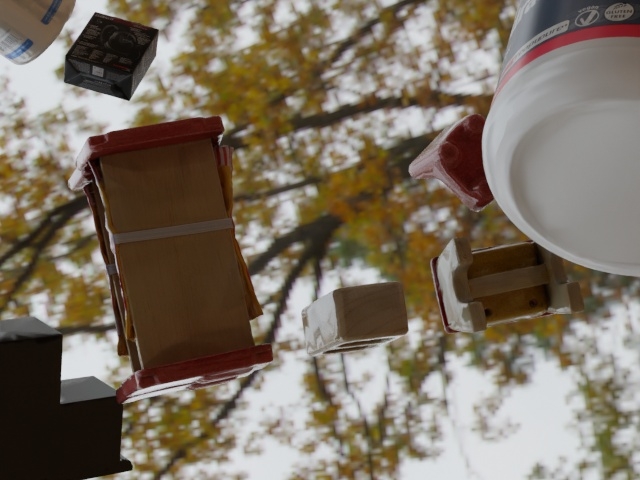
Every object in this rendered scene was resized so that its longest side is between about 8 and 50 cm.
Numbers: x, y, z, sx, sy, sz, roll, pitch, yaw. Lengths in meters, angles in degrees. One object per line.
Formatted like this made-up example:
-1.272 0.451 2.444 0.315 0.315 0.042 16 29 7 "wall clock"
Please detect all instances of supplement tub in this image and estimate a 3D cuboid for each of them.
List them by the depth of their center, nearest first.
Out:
-0.225 -0.174 0.993 0.107 0.071 0.071 37 -124 -30 "supplement tub"
0.224 -0.129 0.999 0.191 0.191 0.272 46 -137 -28 "supplement tub"

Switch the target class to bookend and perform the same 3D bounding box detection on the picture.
-0.249 0.135 1.318 0.156 0.072 0.157 -6 -73 -36 "bookend"

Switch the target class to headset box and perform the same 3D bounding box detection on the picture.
-0.183 -0.165 1.301 0.062 0.032 0.083 16 -139 3 "headset box"

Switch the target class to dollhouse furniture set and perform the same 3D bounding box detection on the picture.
0.000 0.000 1.203 0.374 0.152 0.201 -9 -98 -14 "dollhouse furniture set"
